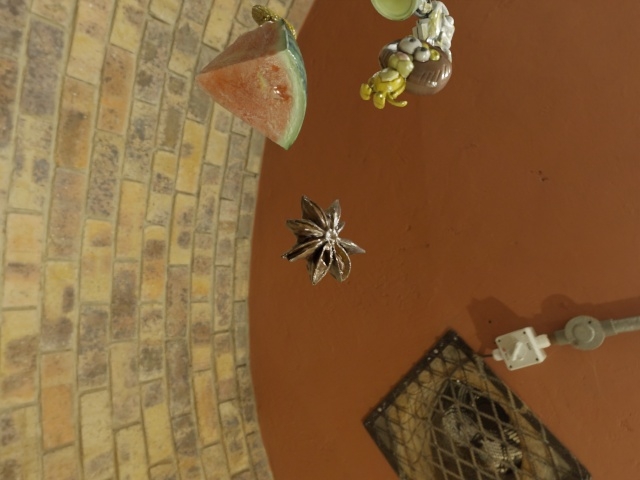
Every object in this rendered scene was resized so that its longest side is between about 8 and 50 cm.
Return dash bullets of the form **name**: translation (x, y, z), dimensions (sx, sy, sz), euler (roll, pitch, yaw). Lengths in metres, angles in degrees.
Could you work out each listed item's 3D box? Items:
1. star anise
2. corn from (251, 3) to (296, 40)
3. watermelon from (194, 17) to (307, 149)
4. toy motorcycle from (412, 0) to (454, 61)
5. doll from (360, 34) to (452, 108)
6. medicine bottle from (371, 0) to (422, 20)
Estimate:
- **star anise**: translation (0.014, -0.007, 1.366), dimensions (0.108, 0.315, 0.316), euler (-27, -111, 54)
- **corn**: translation (-0.196, -0.890, 1.714), dimensions (0.097, 0.096, 0.320), euler (-54, -126, 23)
- **watermelon**: translation (-0.144, -0.402, 1.102), dimensions (0.292, 0.283, 0.250), euler (-37, -104, -17)
- **toy motorcycle**: translation (0.338, -0.613, 1.228), dimensions (0.074, 0.151, 0.229), euler (10, -58, 62)
- **doll**: translation (0.167, -0.314, 0.781), dimensions (0.145, 0.096, 0.188), euler (19, -121, 16)
- **medicine bottle**: translation (0.221, -0.696, 1.115), dimensions (0.147, 0.147, 0.143), euler (14, -114, 39)
